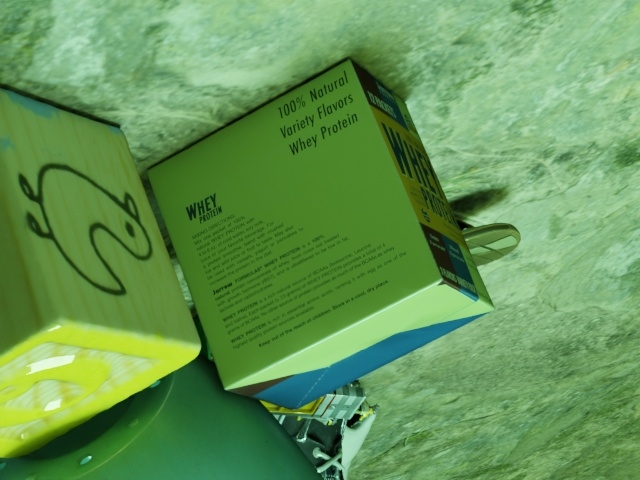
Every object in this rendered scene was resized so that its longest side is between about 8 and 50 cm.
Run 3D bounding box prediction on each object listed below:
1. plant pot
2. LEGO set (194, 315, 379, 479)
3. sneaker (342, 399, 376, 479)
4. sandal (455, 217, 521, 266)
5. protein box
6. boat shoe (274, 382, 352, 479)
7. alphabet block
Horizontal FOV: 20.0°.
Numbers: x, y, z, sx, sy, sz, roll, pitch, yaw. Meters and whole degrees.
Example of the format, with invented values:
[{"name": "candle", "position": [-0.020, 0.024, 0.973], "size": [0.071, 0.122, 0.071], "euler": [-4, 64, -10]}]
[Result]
[{"name": "plant pot", "position": [-0.148, 0.221, 1.488], "size": [0.293, 0.293, 0.235], "euler": [-25, 120, 8]}, {"name": "LEGO set", "position": [-0.043, 0.223, 1.846], "size": [0.192, 0.331, 0.255], "euler": [5, 137, -19]}, {"name": "sneaker", "position": [-0.054, 0.223, 2.168], "size": [0.297, 0.111, 0.129], "euler": [5, 125, -50]}, {"name": "sandal", "position": [0.110, 0.002, 1.832], "size": [0.180, 0.049, 0.072], "euler": [-12, 157, 15]}, {"name": "protein box", "position": [0.000, 0.000, 1.483], "size": [0.199, 0.201, 0.136], "euler": [-28, 159, 15]}, {"name": "boat shoe", "position": [-0.018, 0.252, 2.063], "size": [0.108, 0.102, 0.301], "euler": [15, 107, -49]}, {"name": "alphabet block", "position": [-0.235, 0.028, 1.326], "size": [0.193, 0.197, 0.192], "euler": [-31, 158, 23]}]
